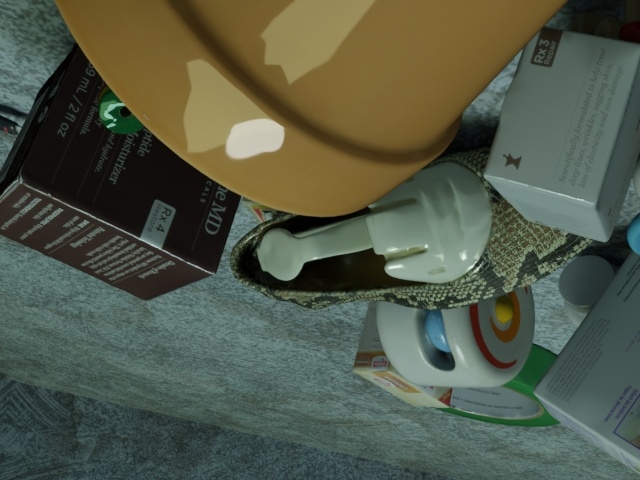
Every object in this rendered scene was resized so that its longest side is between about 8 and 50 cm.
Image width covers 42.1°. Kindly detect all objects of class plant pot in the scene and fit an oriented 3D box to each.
[{"bbox_3d":[0.021,-0.186,0.458,0.291,0.291,0.203,30,137,-30],"label":"plant pot"}]

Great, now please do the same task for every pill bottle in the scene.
[{"bbox_3d":[0.365,0.086,1.048,0.094,0.094,0.169,-5,150,40],"label":"pill bottle"}]

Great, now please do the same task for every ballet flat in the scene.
[{"bbox_3d":[0.066,0.002,0.912,0.182,0.164,0.483,0,170,-42],"label":"ballet flat"}]

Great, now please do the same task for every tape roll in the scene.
[{"bbox_3d":[0.286,0.249,1.495,0.321,0.077,0.321,13,158,6],"label":"tape roll"}]

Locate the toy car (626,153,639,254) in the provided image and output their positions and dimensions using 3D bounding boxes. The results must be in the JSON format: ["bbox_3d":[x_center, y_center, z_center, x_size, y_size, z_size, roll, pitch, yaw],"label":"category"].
[{"bbox_3d":[0.359,-0.002,0.756,0.159,0.136,0.182,32,-178,-36],"label":"toy car"}]

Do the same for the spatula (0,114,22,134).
[{"bbox_3d":[-0.370,-0.145,1.081,0.296,0.030,0.084,17,156,-1],"label":"spatula"}]

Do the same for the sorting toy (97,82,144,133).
[{"bbox_3d":[-0.059,-0.149,0.771,0.274,0.046,0.132,7,125,-24],"label":"sorting toy"}]

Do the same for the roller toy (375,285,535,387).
[{"bbox_3d":[0.180,0.091,1.055,0.146,0.191,0.209,-8,147,42],"label":"roller toy"}]

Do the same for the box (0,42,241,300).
[{"bbox_3d":[-0.203,-0.063,0.840,0.203,0.168,0.167,28,153,-26],"label":"box"}]

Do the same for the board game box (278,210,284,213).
[{"bbox_3d":[-0.113,-0.136,0.904,0.305,0.053,0.193,27,154,-24],"label":"board game box"}]

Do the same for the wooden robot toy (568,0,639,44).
[{"bbox_3d":[0.247,-0.168,0.586,0.079,0.076,0.173,8,159,-10],"label":"wooden robot toy"}]

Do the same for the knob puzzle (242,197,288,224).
[{"bbox_3d":[0.000,0.000,1.173,0.213,0.030,0.213,13,157,6],"label":"knob puzzle"}]

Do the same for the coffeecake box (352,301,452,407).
[{"bbox_3d":[0.133,0.121,1.161,0.068,0.185,0.142,-7,148,43],"label":"coffeecake box"}]

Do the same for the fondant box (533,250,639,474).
[{"bbox_3d":[0.425,0.159,0.842,0.330,0.238,0.096,32,170,39],"label":"fondant box"}]

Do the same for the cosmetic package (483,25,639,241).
[{"bbox_3d":[0.203,-0.074,0.662,0.085,0.117,0.231,17,-179,21],"label":"cosmetic package"}]
